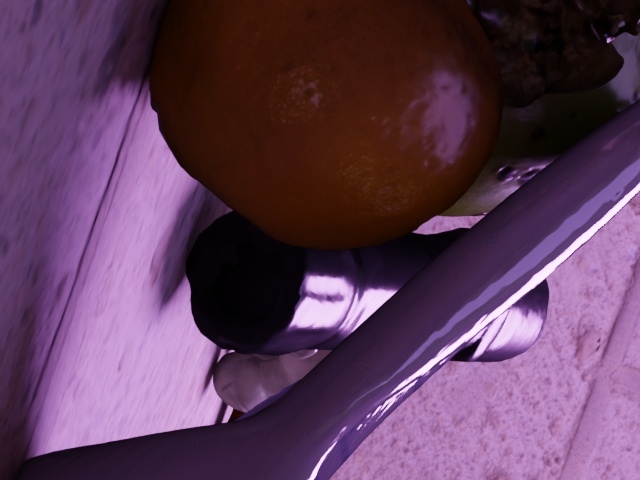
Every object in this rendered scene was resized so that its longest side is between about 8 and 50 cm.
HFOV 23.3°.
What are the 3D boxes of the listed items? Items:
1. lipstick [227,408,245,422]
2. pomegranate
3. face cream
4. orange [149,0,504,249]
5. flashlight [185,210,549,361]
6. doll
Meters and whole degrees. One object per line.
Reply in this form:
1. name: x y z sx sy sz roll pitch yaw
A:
1. lipstick: -0.056 0.178 1.350 0.077 0.077 0.418 -23 134 -83
2. pomegranate: 0.082 -0.140 0.823 0.286 0.231 0.231 87 23 -74
3. face cream: 0.034 0.057 0.687 0.420 0.137 0.235 -38 173 -12
4. orange: -0.001 -0.067 0.645 0.134 0.156 0.156 -30 173 0
5. flashlight: 0.044 0.037 1.061 0.424 0.103 0.103 7 103 -62
6. doll: 0.011 0.008 1.185 0.155 0.113 0.275 -42 152 -73
